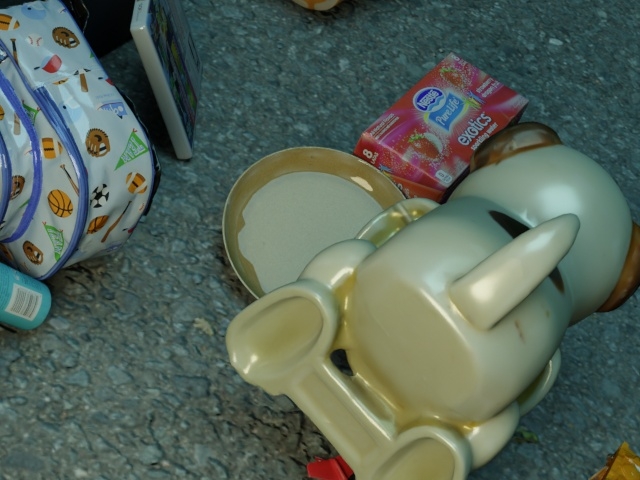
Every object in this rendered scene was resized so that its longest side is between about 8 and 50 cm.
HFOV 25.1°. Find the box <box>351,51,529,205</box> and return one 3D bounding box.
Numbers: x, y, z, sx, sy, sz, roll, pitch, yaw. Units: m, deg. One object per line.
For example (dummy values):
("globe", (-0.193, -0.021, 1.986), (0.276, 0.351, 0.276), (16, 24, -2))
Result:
("box", (0.143, -0.116, 1.820), (0.128, 0.122, 0.257), (34, 43, 11))

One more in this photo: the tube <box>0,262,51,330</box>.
("tube", (-0.350, 0.035, 1.405), (0.207, 0.052, 0.080), (33, 45, -53))

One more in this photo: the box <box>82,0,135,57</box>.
("box", (-0.376, -0.366, 1.790), (0.294, 0.183, 0.296), (37, 44, 11))

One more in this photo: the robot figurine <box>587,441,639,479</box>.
("robot figurine", (0.315, 0.344, 1.463), (0.211, 0.085, 0.291), (33, 42, 9))

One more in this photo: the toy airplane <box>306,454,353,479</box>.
("toy airplane", (0.038, 0.270, 1.450), (0.151, 0.028, 0.151), (15, 42, -14))

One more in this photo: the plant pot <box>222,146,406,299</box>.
("plant pot", (0.000, 0.000, 1.665), (0.236, 0.032, 0.236), (7, 60, -12))

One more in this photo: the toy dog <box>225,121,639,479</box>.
("toy dog", (0.159, 0.033, 1.467), (0.284, 0.395, 0.408), (41, 42, 13))

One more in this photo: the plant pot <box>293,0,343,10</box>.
("plant pot", (0.025, -0.432, 2.051), (0.205, 0.205, 0.188), (33, 58, 9))

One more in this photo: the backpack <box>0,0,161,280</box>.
("backpack", (-0.302, -0.097, 1.503), (0.263, 0.276, 0.213), (46, 50, 14))

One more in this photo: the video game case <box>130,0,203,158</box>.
("video game case", (-0.184, -0.231, 1.741), (0.023, 0.201, 0.183), (-8, 43, 8))
